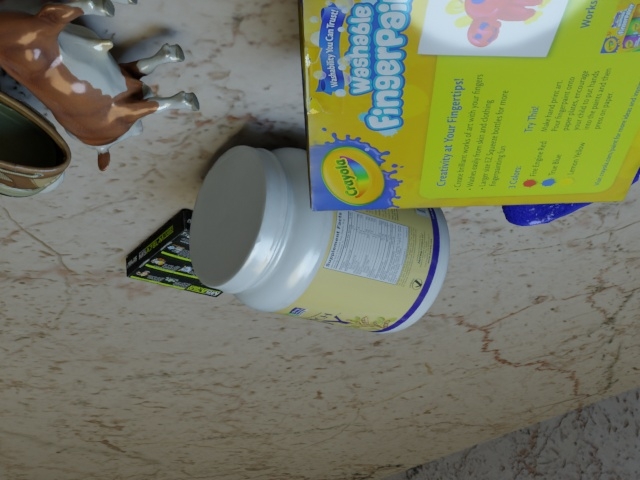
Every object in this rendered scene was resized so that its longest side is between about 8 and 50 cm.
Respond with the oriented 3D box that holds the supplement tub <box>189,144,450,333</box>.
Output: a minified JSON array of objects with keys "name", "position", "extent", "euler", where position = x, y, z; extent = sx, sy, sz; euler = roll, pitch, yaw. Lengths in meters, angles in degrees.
[{"name":"supplement tub","position":[0.000,0.000,1.291],"extent":[0.331,0.241,0.241],"euler":[14,144,-35]}]

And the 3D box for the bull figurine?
[{"name":"bull figurine","position":[-0.262,-0.191,1.014],"extent":[0.188,0.101,0.310],"euler":[-17,154,16]}]

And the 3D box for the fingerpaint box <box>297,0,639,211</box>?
[{"name":"fingerpaint box","position":[0.163,-0.220,0.859],"extent":[0.371,0.163,0.445],"euler":[-2,148,1]}]

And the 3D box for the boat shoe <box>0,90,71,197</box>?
[{"name":"boat shoe","position":[-0.428,-0.155,0.987],"extent":[0.324,0.122,0.120],"euler":[25,158,-38]}]

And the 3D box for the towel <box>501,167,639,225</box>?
[{"name":"towel","position":[0.339,-0.157,1.166],"extent":[0.228,0.076,0.308],"euler":[-27,137,-2]}]

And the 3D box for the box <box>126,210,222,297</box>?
[{"name":"box","position":[-0.204,0.028,1.490],"extent":[0.191,0.045,0.184],"euler":[16,145,-38]}]

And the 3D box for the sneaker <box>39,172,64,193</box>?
[{"name":"sneaker","position":[-0.460,-0.098,1.122],"extent":[0.106,0.123,0.290],"euler":[-29,146,29]}]
